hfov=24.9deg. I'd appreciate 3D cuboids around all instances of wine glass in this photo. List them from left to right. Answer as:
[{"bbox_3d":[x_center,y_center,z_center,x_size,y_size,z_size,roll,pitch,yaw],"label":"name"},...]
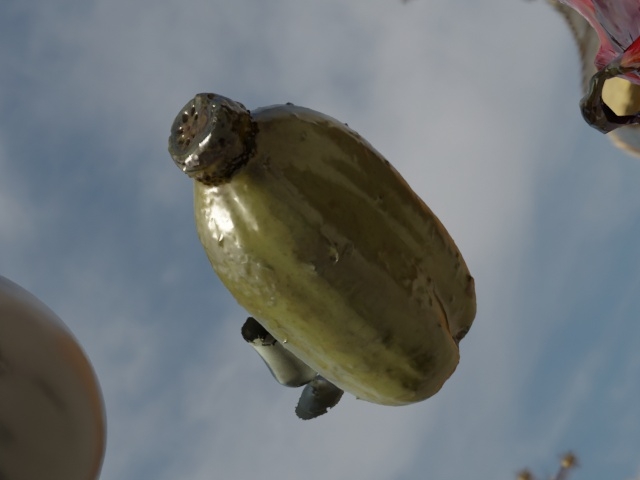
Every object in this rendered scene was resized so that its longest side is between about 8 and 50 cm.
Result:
[{"bbox_3d":[-0.020,0.081,0.961,0.042,0.039,0.083,-34,-53,8],"label":"wine glass"}]

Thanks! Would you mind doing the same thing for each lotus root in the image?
[{"bbox_3d":[-0.001,0.000,0.635,0.183,0.077,0.090,43,-128,-30],"label":"lotus root"}]

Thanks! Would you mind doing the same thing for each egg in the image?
[{"bbox_3d":[-0.245,0.110,0.994,0.176,0.176,0.232,-47,-47,-30],"label":"egg"}]

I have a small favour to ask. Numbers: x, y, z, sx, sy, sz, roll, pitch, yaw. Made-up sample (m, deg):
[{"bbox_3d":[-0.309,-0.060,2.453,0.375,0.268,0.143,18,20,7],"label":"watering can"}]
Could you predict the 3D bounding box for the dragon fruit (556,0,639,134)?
[{"bbox_3d":[0.274,-0.152,0.620,0.386,0.371,0.249,21,-132,-34],"label":"dragon fruit"}]
